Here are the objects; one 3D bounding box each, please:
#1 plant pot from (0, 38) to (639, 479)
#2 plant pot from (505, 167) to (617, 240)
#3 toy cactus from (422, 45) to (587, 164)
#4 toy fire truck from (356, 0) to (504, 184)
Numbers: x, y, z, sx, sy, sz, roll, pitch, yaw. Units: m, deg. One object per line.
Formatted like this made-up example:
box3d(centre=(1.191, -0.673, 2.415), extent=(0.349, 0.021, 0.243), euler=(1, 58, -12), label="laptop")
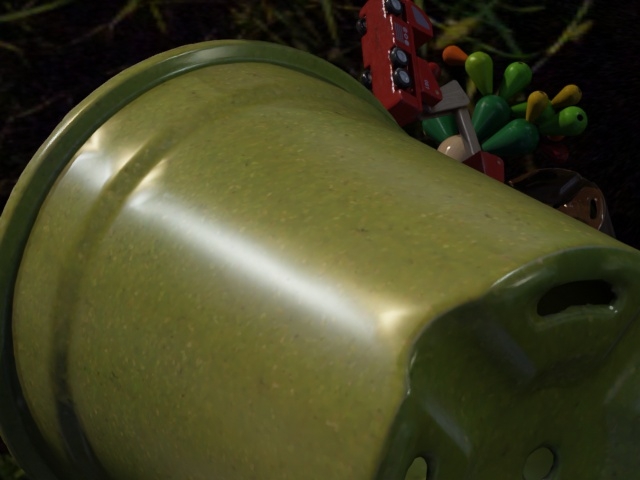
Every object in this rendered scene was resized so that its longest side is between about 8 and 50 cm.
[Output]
box3d(centre=(0.018, 0.059, 0.526), extent=(0.254, 0.276, 0.276), euler=(23, 110, 53), label="plant pot")
box3d(centre=(0.240, 0.024, 1.201), extent=(0.167, 0.167, 0.165), euler=(-1, 140, 22), label="plant pot")
box3d(centre=(0.163, -0.109, 1.200), extent=(0.219, 0.112, 0.180), euler=(23, 67, 32), label="toy cactus")
box3d(centre=(0.102, -0.132, 1.080), extent=(0.047, 0.135, 0.192), euler=(-33, 48, 39), label="toy fire truck")
